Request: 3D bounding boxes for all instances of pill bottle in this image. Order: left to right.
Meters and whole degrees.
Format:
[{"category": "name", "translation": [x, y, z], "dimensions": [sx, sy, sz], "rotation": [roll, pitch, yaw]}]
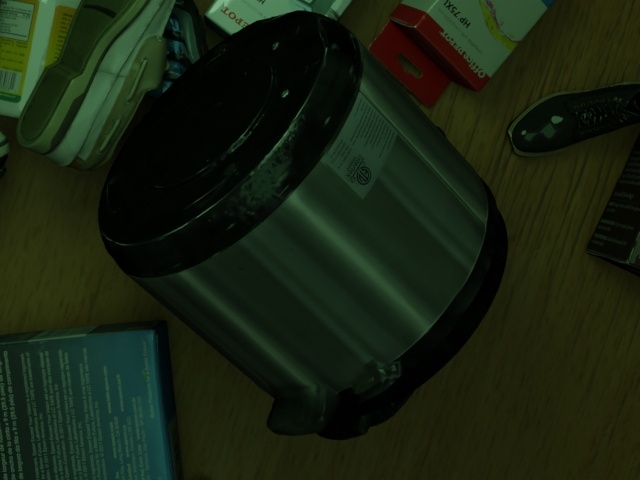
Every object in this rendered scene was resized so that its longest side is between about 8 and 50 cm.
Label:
[{"category": "pill bottle", "translation": [-0.336, -0.249, 1.585], "dimensions": [0.118, 0.117, 0.208], "rotation": [11, 94, -7]}]

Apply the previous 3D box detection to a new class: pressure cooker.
[{"category": "pressure cooker", "translation": [0.004, 0.001, 1.491], "dimensions": [0.370, 0.375, 0.420], "rotation": [-43, 120, 7]}]

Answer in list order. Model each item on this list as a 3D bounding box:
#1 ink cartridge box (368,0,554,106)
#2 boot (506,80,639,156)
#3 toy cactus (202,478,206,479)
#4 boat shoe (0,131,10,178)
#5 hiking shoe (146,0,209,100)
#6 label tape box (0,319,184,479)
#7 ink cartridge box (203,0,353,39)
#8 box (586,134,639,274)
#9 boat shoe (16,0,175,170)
[{"category": "ink cartridge box", "translation": [0.184, -0.284, 1.634], "dimensions": [0.134, 0.078, 0.231], "rotation": [39, 90, -30]}, {"category": "boot", "translation": [0.342, -0.160, 1.651], "dimensions": [0.198, 0.137, 0.077], "rotation": [-23, 96, -3]}, {"category": "toy cactus", "translation": [-0.097, 0.383, 1.683], "dimensions": [0.219, 0.112, 0.180], "rotation": [-43, 79, 1]}, {"category": "boat shoe", "translation": [-0.548, 0.058, 1.554], "dimensions": [0.500, 0.187, 0.156], "rotation": [-44, 108, -7]}, {"category": "hiking shoe", "translation": [-0.203, -0.242, 1.600], "dimensions": [0.132, 0.113, 0.304], "rotation": [-32, 97, -3]}, {"category": "label tape box", "translation": [-0.348, 0.234, 1.625], "dimensions": [0.334, 0.106, 0.240], "rotation": [-5, 95, 2]}, {"category": "ink cartridge box", "translation": [-0.036, -0.311, 1.629], "dimensions": [0.140, 0.082, 0.190], "rotation": [36, 89, -7]}, {"category": "box", "translation": [0.473, -0.035, 1.659], "dimensions": [0.168, 0.167, 0.203], "rotation": [24, 92, -7]}, {"category": "boat shoe", "translation": [-0.233, -0.220, 1.519], "dimensions": [0.103, 0.113, 0.302], "rotation": [29, 99, -40]}]
